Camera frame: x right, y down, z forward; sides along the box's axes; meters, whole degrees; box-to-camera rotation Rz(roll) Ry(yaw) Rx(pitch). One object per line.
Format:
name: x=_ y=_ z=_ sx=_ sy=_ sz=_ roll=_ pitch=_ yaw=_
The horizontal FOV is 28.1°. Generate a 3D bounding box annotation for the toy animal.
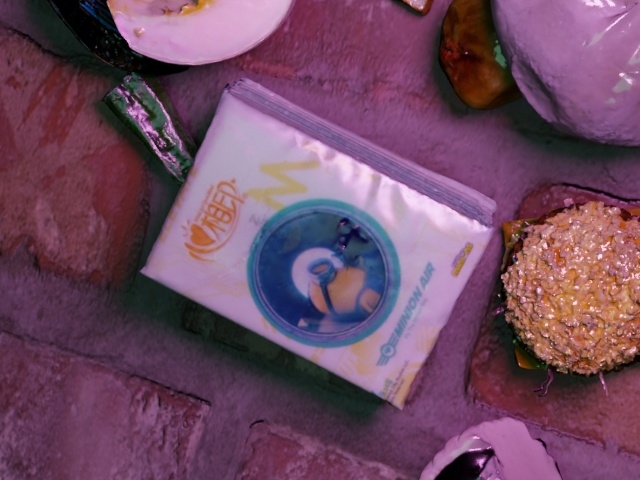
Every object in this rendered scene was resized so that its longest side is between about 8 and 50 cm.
toy animal: x=0.231 y=0.353 z=1.686 sx=0.156 sy=0.204 sz=0.208 roll=-39 pitch=70 yaw=31

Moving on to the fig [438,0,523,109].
fig: x=0.231 y=-0.237 z=1.612 sx=0.165 sy=0.144 sz=0.154 roll=4 pitch=64 yaw=5

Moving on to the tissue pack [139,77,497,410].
tissue pack: x=0.000 y=0.000 z=1.678 sx=0.388 sy=0.162 sz=0.287 roll=27 pitch=104 yaw=1

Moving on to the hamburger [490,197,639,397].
hamburger: x=0.338 y=0.073 z=1.635 sx=0.243 sy=0.138 sz=0.262 roll=-9 pitch=97 yaw=14

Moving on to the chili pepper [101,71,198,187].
chili pepper: x=-0.200 y=-0.136 z=1.772 sx=0.088 sy=0.059 sz=0.227 roll=-39 pitch=94 yaw=1

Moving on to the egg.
egg: x=-0.130 y=-0.345 z=1.655 sx=0.206 sy=0.162 sz=0.271 roll=29 pitch=99 yaw=-7

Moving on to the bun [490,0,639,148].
bun: x=0.372 y=-0.270 z=1.482 sx=0.354 sy=0.194 sz=0.354 roll=1 pitch=84 yaw=-11

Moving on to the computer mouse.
computer mouse: x=-0.274 y=-0.290 z=1.725 sx=0.241 sy=0.146 sz=0.077 roll=39 pitch=120 yaw=11

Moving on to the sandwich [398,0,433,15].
sandwich: x=0.114 y=-0.355 z=1.664 sx=0.105 sy=0.036 sz=0.093 roll=28 pitch=106 yaw=9
